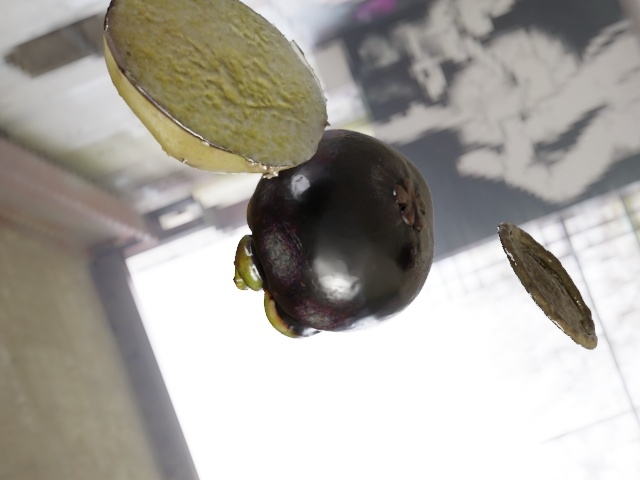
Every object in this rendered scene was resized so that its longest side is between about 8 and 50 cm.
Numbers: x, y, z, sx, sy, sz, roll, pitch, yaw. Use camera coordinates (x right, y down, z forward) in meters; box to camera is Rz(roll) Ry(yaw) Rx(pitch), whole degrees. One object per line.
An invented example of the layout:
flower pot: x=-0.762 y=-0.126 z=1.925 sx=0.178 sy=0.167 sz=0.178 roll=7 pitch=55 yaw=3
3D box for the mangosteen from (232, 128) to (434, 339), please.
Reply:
mangosteen: x=0.000 y=0.000 z=2.444 sx=0.275 sy=0.302 sz=0.275 roll=31 pitch=-133 yaw=-40

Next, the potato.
potato: x=-0.139 y=-0.183 z=2.186 sx=0.299 sy=0.116 sz=0.239 roll=31 pitch=-129 yaw=-18

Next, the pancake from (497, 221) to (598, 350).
pancake: x=0.291 y=0.057 z=2.360 sx=0.199 sy=0.021 sz=0.199 roll=43 pitch=-159 yaw=-21
